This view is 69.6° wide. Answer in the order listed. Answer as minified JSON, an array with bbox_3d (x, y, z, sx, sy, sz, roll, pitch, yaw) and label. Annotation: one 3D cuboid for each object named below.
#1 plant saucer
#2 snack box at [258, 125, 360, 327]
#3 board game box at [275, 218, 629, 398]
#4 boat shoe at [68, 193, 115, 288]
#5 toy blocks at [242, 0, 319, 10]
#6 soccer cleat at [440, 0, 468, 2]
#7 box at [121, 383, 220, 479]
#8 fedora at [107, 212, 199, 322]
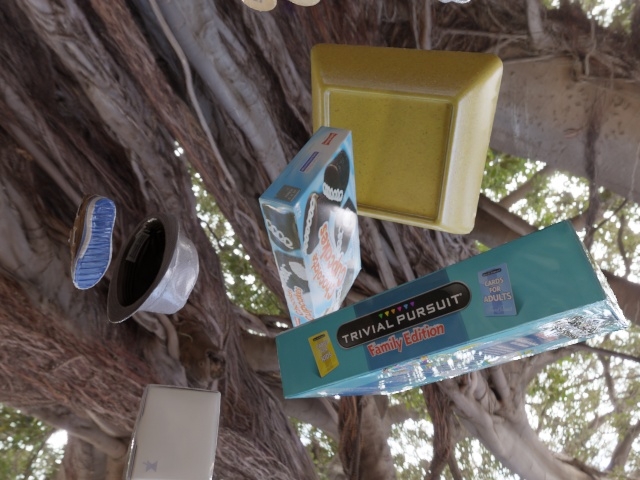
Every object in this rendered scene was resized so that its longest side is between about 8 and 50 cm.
[{"bbox_3d":[0.123,-0.163,0.829,0.333,0.333,0.081,12,-144,20],"label":"plant saucer"},{"bbox_3d":[0.000,0.000,0.764,0.060,0.322,0.187,16,-129,23],"label":"snack box"},{"bbox_3d":[0.157,0.107,0.548,0.336,0.254,0.079,-27,-118,28],"label":"board game box"},{"bbox_3d":[-0.439,0.000,0.877,0.066,0.066,0.183,22,-82,30],"label":"boat shoe"},{"bbox_3d":[-0.042,-0.395,0.621,0.123,0.054,0.148,8,-98,25],"label":"toy blocks"},{"bbox_3d":[0.309,-0.545,0.988,0.076,0.068,0.196,24,-135,20],"label":"soccer cleat"},{"bbox_3d":[-0.215,0.292,0.633,0.094,0.275,0.113,12,-125,-19],"label":"box"},{"bbox_3d":[-0.363,0.072,1.044,0.244,0.124,0.275,-38,-136,20],"label":"fedora"}]
